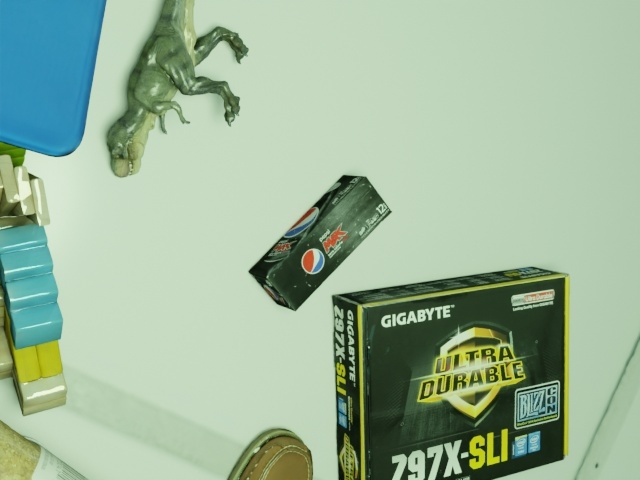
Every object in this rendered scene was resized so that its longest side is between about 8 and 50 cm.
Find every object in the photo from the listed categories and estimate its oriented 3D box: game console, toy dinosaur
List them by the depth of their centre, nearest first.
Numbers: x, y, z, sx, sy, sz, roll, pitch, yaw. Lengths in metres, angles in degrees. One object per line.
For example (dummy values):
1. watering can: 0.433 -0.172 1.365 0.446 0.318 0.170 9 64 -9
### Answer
1. game console: -0.322 -0.224 0.654 0.293 0.250 0.173 17 110 -52
2. toy dinosaur: -0.136 -0.186 0.879 0.118 0.064 0.268 16 85 -22

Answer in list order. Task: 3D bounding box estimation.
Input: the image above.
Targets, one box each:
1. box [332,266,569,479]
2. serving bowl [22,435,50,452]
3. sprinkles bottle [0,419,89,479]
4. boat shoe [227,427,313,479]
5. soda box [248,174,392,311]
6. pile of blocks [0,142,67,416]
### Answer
1. box: 0.172 0.179 1.078 0.322 0.079 0.257 -5 100 -28
2. serving bowl: -0.310 0.233 0.849 0.083 0.027 0.083 -4 98 -27
3. sprinkles bottle: -0.233 0.292 0.805 0.355 0.121 0.121 44 75 -20
4. boat shoe: -0.066 0.371 0.954 0.111 0.104 0.307 19 86 -28
5. soda box: 0.000 0.000 0.975 0.169 0.053 0.060 -46 114 -17
6. pile of blocks: -0.308 -0.002 0.755 0.113 0.149 0.362 -13 102 -27
